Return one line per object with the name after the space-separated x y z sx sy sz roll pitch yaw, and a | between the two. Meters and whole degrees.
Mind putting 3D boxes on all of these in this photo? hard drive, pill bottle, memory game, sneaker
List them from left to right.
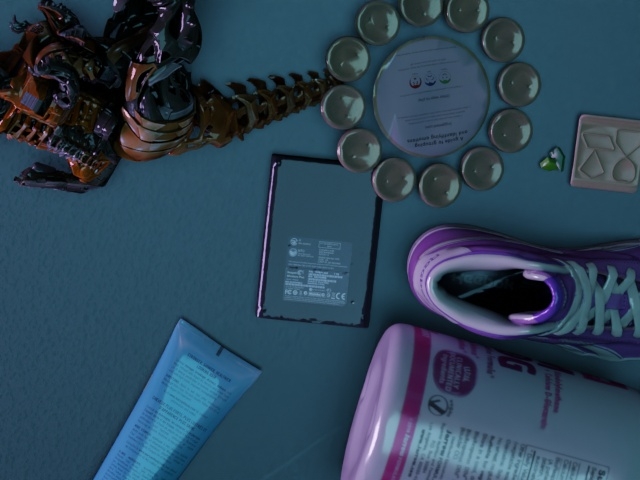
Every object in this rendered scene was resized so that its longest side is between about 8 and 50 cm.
0.000 0.000 1.570 0.094 0.022 0.135 6 97 -2 | hard drive
0.090 -0.117 1.547 0.186 0.012 0.186 -2 98 -13 | memory game
0.170 0.177 1.528 0.283 0.160 0.160 16 96 -4 | pill bottle
0.212 0.052 1.515 0.282 0.161 0.102 4 96 -4 | sneaker

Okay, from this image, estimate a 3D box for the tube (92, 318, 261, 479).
-0.138 0.173 1.577 0.080 0.052 0.207 33 90 -10 | tube

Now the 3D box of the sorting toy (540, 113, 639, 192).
0.223 -0.073 1.572 0.083 0.012 0.062 6 102 -6 | sorting toy

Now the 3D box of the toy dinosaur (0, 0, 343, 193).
-0.150 -0.140 1.506 0.322 0.164 0.218 -8 117 -39 | toy dinosaur
